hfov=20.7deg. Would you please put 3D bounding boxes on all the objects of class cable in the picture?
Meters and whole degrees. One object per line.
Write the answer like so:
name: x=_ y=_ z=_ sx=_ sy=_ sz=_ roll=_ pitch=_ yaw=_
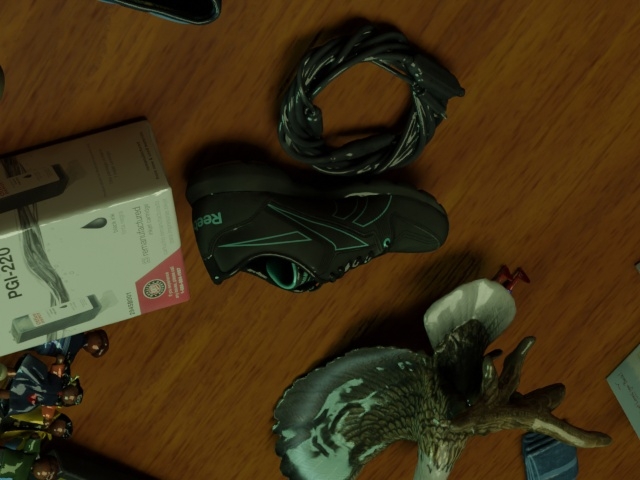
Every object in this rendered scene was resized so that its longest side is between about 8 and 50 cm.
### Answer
cable: x=0.032 y=-0.119 z=1.541 sx=0.150 sy=0.047 sz=0.184 roll=-39 pitch=144 yaw=24

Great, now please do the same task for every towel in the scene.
towel: x=0.278 y=0.265 z=2.109 sx=0.067 sy=0.029 sz=0.119 roll=-22 pitch=141 yaw=-4

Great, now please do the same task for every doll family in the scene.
doll family: x=-0.262 y=0.144 z=1.630 sx=0.111 sy=0.076 sz=0.193 roll=13 pitch=113 yaw=-30

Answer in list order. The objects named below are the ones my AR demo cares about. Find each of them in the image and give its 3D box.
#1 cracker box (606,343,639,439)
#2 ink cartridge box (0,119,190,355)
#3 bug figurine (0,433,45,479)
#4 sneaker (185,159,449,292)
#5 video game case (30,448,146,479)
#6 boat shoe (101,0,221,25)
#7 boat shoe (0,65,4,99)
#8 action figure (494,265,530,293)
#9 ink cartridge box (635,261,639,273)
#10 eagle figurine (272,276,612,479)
cracker box: x=0.441 y=0.143 z=1.955 sx=0.067 sy=0.156 sz=0.232 roll=14 pitch=128 yaw=-37
ink cartridge box: x=-0.232 y=0.004 z=1.500 sx=0.218 sy=0.092 sz=0.158 roll=-15 pitch=140 yaw=-9
bug figurine: x=-0.406 y=0.223 z=1.671 sx=0.216 sy=0.072 sz=0.279 roll=-42 pitch=139 yaw=20
sneaker: x=0.000 y=0.000 z=1.589 sx=0.267 sy=0.106 sz=0.101 roll=5 pitch=157 yaw=-29
video game case: x=-0.282 y=0.331 z=1.869 sx=0.248 sy=0.035 sz=0.275 roll=-37 pitch=145 yaw=16
boat shoe: x=-0.169 y=-0.227 z=1.271 sx=0.258 sy=0.089 sz=0.109 roll=10 pitch=130 yaw=-35
boat shoe: x=-0.389 y=-0.076 z=1.311 sx=0.307 sy=0.111 sz=0.104 roll=-28 pitch=142 yaw=3
action figure: x=0.175 y=0.076 z=1.844 sx=0.038 sy=0.030 sz=0.115 roll=6 pitch=135 yaw=-36
ink cartridge box: x=0.403 y=0.014 z=1.891 sx=0.115 sy=0.029 sz=0.063 roll=-39 pitch=139 yaw=15
eagle figurine: x=0.111 y=0.185 z=1.825 sx=0.225 sy=0.298 sz=0.226 roll=-46 pitch=105 yaw=-25
